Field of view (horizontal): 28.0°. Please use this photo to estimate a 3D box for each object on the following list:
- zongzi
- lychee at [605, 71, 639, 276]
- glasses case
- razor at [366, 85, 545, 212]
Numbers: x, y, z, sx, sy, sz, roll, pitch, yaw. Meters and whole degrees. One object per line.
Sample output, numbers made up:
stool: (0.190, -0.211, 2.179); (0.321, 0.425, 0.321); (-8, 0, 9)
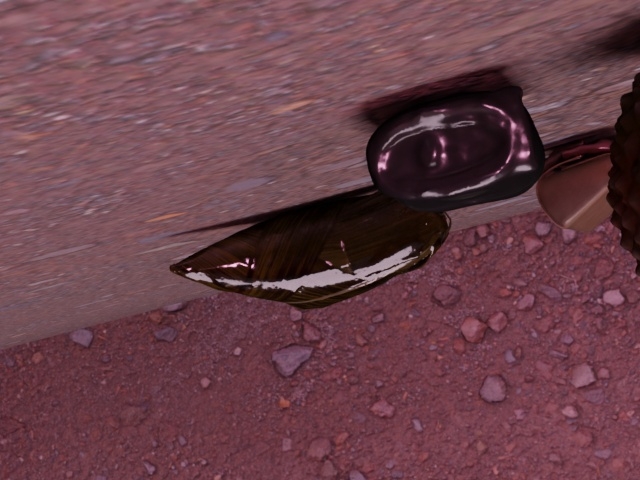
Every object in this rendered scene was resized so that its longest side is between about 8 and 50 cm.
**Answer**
zongzi: (0.000, 0.000, 1.066); (0.187, 0.084, 0.184); (-25, 161, 36)
lychee: (0.224, -0.029, 0.624); (0.165, 0.165, 0.197); (-17, 149, 40)
glasses case: (0.246, -0.066, 1.163); (0.102, 0.070, 0.193); (-44, 167, 14)
razor: (0.071, -0.046, 0.671); (0.090, 0.054, 0.148); (-15, 176, 10)
